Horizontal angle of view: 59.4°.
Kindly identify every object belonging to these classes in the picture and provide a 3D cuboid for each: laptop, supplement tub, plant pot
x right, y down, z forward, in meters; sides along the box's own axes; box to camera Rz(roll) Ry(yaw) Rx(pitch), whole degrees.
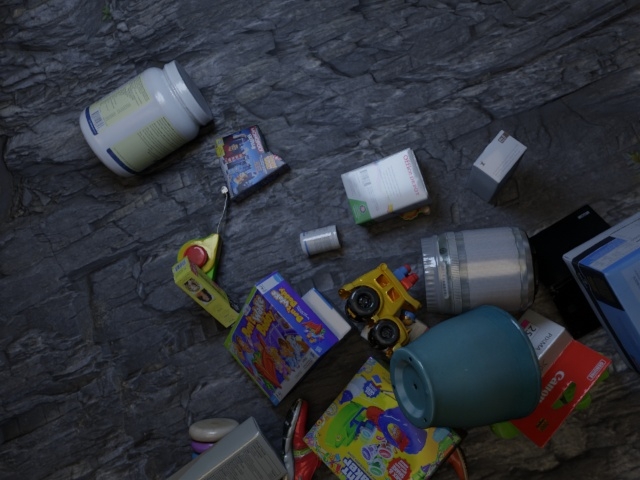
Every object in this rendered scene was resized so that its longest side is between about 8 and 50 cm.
[{"bbox_3d":[0.700,0.084,1.502,0.234,0.136,0.264,-32,104,5],"label":"laptop"},{"bbox_3d":[0.000,0.000,1.608,0.107,0.071,0.071,-12,81,8],"label":"supplement tub"},{"bbox_3d":[-0.510,-0.360,1.661,0.325,0.235,0.235,-30,79,5],"label":"supplement tub"},{"bbox_3d":[0.309,0.308,1.284,0.255,0.272,0.271,-11,79,-21],"label":"plant pot"}]

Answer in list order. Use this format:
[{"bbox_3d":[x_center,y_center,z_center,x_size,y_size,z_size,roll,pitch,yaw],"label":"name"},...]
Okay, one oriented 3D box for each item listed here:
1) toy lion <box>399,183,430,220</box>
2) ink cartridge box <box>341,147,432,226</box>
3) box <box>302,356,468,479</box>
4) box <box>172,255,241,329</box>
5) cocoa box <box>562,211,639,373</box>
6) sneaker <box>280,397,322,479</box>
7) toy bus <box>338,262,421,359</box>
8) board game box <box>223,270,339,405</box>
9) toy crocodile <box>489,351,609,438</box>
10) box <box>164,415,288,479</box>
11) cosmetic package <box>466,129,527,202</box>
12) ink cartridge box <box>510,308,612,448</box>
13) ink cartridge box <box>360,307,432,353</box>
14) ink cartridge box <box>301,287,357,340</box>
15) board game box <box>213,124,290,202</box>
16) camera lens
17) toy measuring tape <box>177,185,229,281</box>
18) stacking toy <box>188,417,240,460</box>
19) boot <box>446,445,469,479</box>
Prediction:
[{"bbox_3d":[0.263,-0.108,1.598,0.096,0.034,0.100,-3,82,17],"label":"toy lion"},{"bbox_3d":[0.186,-0.145,1.566,0.212,0.093,0.154,-21,77,18],"label":"ink cartridge box"},{"bbox_3d":[0.168,0.502,1.433,0.290,0.177,0.279,39,91,24],"label":"box"},{"bbox_3d":[-0.314,0.149,1.566,0.058,0.087,0.232,-39,123,3],"label":"box"},{"bbox_3d":[0.792,0.140,1.322,0.231,0.228,0.347,-32,96,5],"label":"cocoa box"},{"bbox_3d":[-0.046,0.574,1.541,0.118,0.107,0.278,5,86,-8],"label":"sneaker"},{"bbox_3d":[0.184,0.166,1.454,0.211,0.149,0.220,-35,78,-12],"label":"toy bus"},{"bbox_3d":[-0.116,0.267,1.472,0.233,0.347,0.078,46,51,12],"label":"board game box"},{"bbox_3d":[0.584,0.398,1.440,0.340,0.105,0.115,-38,117,5],"label":"toy crocodile"},{"bbox_3d":[-0.255,0.614,1.432,0.311,0.121,0.148,-33,102,-12],"label":"box"},{"bbox_3d":[0.457,-0.187,1.469,0.085,0.231,0.117,39,91,12],"label":"cosmetic package"},{"bbox_3d":[0.530,0.332,1.393,0.060,0.239,0.275,41,87,-30],"label":"ink cartridge box"},{"bbox_3d":[0.217,0.257,1.533,0.175,0.072,0.127,35,89,14],"label":"ink cartridge box"},{"bbox_3d":[0.015,0.212,1.510,0.086,0.203,0.148,-45,78,0],"label":"ink cartridge box"},{"bbox_3d":[-0.199,-0.236,1.680,0.194,0.060,0.194,-19,80,6],"label":"board game box"},{"bbox_3d":[0.405,0.080,1.448,0.274,0.219,0.219,-5,82,9],"label":"camera lens"},{"bbox_3d":[-0.350,-0.005,1.653,0.121,0.121,0.330,6,77,11],"label":"toy measuring tape"},{"bbox_3d":[-0.287,0.671,1.545,0.141,0.141,0.330,-3,86,10],"label":"stacking toy"},{"bbox_3d":[0.336,0.564,1.484,0.085,0.059,0.157,-26,70,9],"label":"boot"}]
